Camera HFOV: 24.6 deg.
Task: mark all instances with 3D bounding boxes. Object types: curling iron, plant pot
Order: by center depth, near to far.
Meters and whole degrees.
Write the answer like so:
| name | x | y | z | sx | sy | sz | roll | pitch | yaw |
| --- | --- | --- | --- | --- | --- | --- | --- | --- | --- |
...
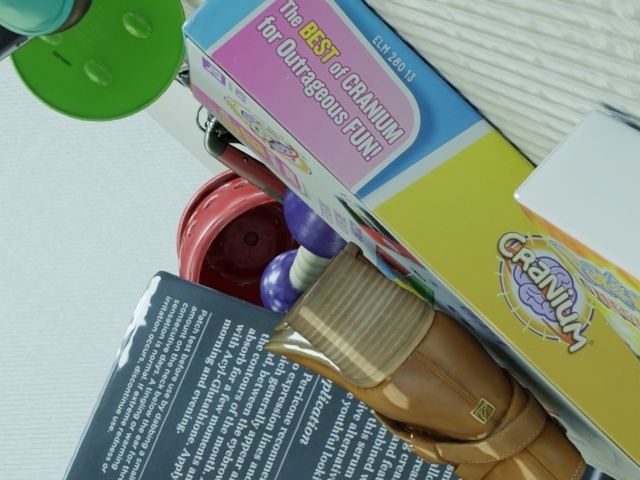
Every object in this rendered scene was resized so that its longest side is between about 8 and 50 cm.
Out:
| name | x | y | z | sx | sy | sz | roll | pitch | yaw |
| --- | --- | --- | --- | --- | --- | --- | --- | --- | --- |
| curling iron | 0.009 | -0.033 | 1.211 | 0.274 | 0.068 | 0.035 | 39 | 178 | -25 |
| plant pot | -0.063 | 0.019 | 1.551 | 0.191 | 0.191 | 0.174 | 45 | 179 | -22 |

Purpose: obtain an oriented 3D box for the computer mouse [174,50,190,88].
| name | x | y | z | sx | sy | sz | roll | pitch | yaw |
| --- | --- | --- | --- | --- | --- | --- | --- | --- | --- |
| computer mouse | -0.124 | -0.164 | 1.246 | 0.193 | 0.042 | 0.106 | 34 | 177 | 37 |

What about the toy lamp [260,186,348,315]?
| name | x | y | z | sx | sy | sz | roll | pitch | yaw |
| --- | --- | --- | --- | --- | --- | --- | --- | --- | --- |
| toy lamp | 0.000 | 0.000 | 1.114 | 0.080 | 0.080 | 0.274 | 43 | 160 | 6 |

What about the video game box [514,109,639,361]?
| name | x | y | z | sx | sy | sz | roll | pitch | yaw |
| --- | --- | --- | --- | --- | --- | --- | --- | --- | --- |
| video game box | 0.173 | 0.063 | 0.452 | 0.187 | 0.048 | 0.205 | 49 | 174 | -39 |

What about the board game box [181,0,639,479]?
| name | x | y | z | sx | sy | sz | roll | pitch | yaw |
| --- | --- | --- | --- | --- | --- | --- | --- | --- | --- |
| board game box | 0.067 | -0.002 | 0.738 | 0.316 | 0.064 | 0.242 | 43 | 177 | -3 |

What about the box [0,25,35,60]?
| name | x | y | z | sx | sy | sz | roll | pitch | yaw |
| --- | --- | --- | --- | --- | --- | --- | --- | --- | --- |
| box | -0.243 | -0.221 | 0.867 | 0.207 | 0.108 | 0.153 | 47 | -158 | -33 |

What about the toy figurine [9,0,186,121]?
| name | x | y | z | sx | sy | sz | roll | pitch | yaw |
| --- | --- | --- | --- | --- | --- | --- | --- | --- | --- |
| toy figurine | -0.186 | -0.181 | 1.121 | 0.173 | 0.130 | 0.159 | 37 | -172 | -14 |

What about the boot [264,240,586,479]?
| name | x | y | z | sx | sy | sz | roll | pitch | yaw |
| --- | --- | --- | --- | --- | --- | --- | --- | --- | --- |
| boot | 0.051 | 0.074 | 0.736 | 0.152 | 0.073 | 0.197 | 39 | 180 | 0 |

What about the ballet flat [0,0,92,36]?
| name | x | y | z | sx | sy | sz | roll | pitch | yaw |
| --- | --- | --- | --- | --- | --- | --- | --- | --- | --- |
| ballet flat | -0.194 | -0.235 | 0.729 | 0.280 | 0.095 | 0.096 | 55 | -153 | -20 |

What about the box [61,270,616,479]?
| name | x | y | z | sx | sy | sz | roll | pitch | yaw |
| --- | --- | --- | --- | --- | --- | --- | --- | --- | --- |
| box | 0.050 | 0.209 | 1.153 | 0.395 | 0.212 | 0.293 | 19 | 172 | 28 |
